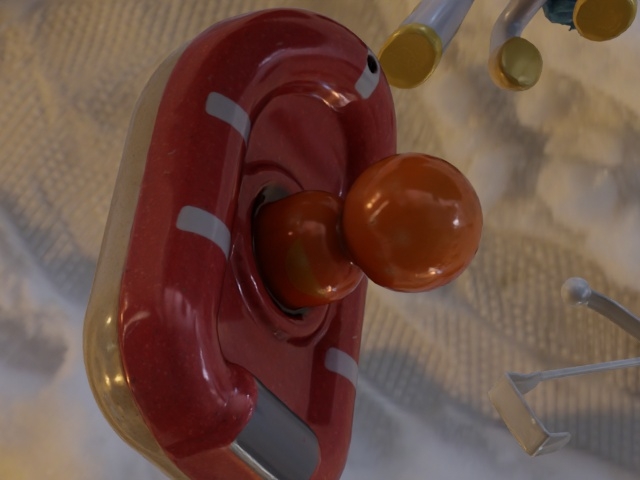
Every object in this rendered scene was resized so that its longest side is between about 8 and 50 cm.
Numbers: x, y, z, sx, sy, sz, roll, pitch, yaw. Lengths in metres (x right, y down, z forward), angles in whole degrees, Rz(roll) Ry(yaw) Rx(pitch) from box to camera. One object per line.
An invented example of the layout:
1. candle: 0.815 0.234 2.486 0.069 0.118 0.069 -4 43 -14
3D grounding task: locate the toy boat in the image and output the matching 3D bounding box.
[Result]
1. toy boat: 0.000 0.000 0.737 0.151 0.231 0.151 -13 141 28

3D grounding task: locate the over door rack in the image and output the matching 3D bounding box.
1. over door rack: 0.245 -0.008 1.132 0.108 0.324 0.239 44 119 18

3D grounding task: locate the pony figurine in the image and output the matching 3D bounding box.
1. pony figurine: 0.199 -0.285 1.235 0.303 0.363 0.351 36 127 -10
